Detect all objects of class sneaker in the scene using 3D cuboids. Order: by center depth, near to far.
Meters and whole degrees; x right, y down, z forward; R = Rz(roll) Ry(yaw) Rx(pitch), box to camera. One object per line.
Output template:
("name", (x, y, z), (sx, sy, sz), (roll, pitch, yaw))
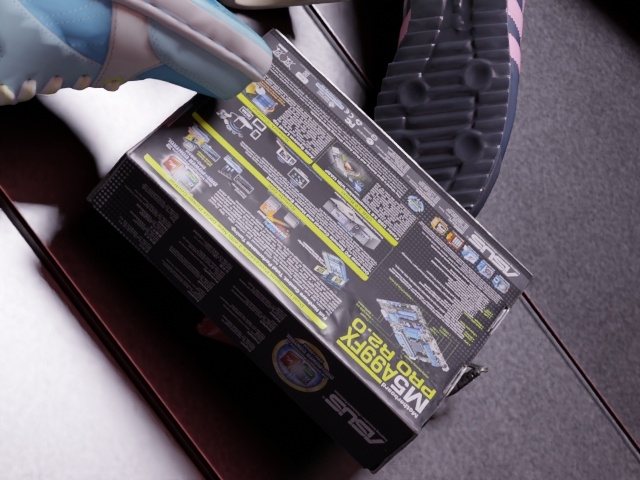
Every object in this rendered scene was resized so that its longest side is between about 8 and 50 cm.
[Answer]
("sneaker", (-0.200, -0.115, 1.289), (0.319, 0.127, 0.208), (24, 101, -29))
("sneaker", (0.115, -0.146, 1.556), (0.131, 0.112, 0.319), (38, 60, -68))

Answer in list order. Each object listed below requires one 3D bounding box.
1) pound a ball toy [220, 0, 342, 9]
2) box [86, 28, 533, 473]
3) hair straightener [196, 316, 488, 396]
("pound a ball toy", (-0.047, -0.351, 1.445), (0.136, 0.208, 0.319), (-5, 79, 3))
("box", (0.000, 0.000, 1.390), (0.270, 0.060, 0.216), (43, 41, -1))
("hair straightener", (0.022, 0.054, 1.431), (0.230, 0.047, 0.089), (17, 60, -22))
